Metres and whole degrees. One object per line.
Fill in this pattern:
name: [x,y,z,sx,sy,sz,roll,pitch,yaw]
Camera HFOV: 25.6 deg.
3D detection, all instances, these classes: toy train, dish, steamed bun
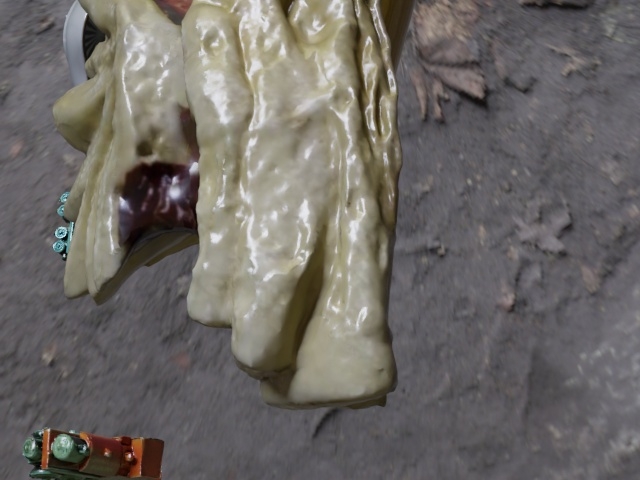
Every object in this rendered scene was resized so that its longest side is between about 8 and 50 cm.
toy train: [-0.301,0.282,1.847,0.118,0.176,0.074,-12,67,32]
dish: [-0.222,-0.218,1.503,0.066,0.190,0.191,14,104,25]
steamed bun: [-0.073,-0.087,0.905,0.189,0.247,0.428,3,70,-14]
toy train: [-0.290,-0.019,1.663,0.045,0.029,0.092,-4,65,18]

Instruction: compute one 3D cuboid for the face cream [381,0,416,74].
face cream: [0.025,-0.176,1.414,0.105,0.105,0.349,14,117,-2]
